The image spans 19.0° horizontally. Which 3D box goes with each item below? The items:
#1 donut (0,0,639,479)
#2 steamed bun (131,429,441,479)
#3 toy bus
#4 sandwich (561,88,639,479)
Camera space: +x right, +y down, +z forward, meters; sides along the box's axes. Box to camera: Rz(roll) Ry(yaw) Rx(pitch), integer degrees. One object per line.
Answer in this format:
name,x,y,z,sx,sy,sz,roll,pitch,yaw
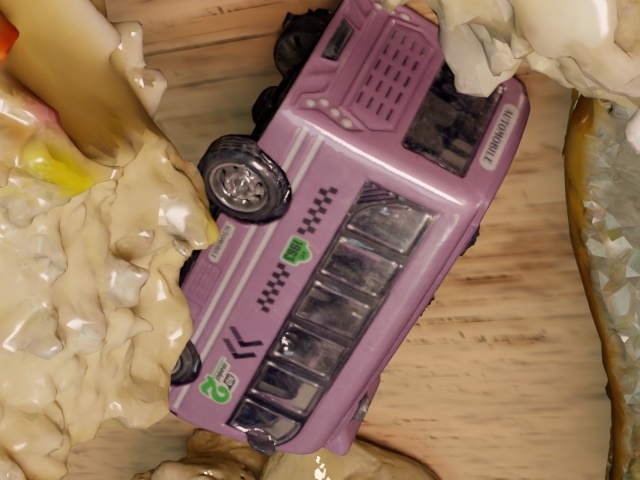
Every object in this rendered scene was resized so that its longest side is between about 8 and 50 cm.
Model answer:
donut,-0.052,-0.103,0.586,0.371,0.150,0.307,-32,84,35
steamed bun,-0.014,0.172,0.935,0.178,0.106,0.192,13,134,20
toy bus,0.000,0.000,0.767,0.108,0.096,0.199,28,137,-1
sandwich,0.219,0.045,0.635,0.271,0.099,0.301,3,124,24
